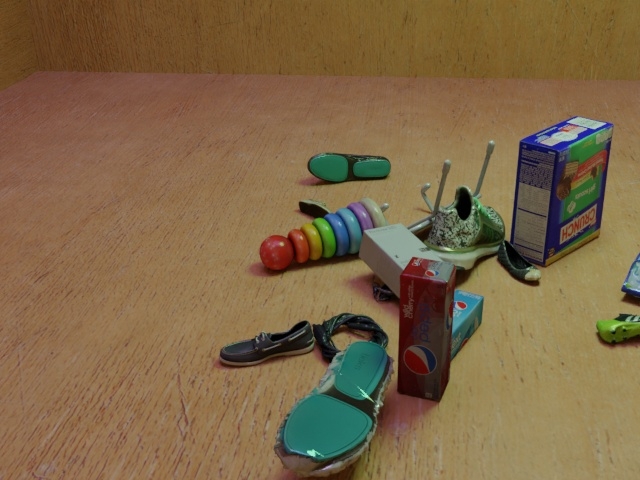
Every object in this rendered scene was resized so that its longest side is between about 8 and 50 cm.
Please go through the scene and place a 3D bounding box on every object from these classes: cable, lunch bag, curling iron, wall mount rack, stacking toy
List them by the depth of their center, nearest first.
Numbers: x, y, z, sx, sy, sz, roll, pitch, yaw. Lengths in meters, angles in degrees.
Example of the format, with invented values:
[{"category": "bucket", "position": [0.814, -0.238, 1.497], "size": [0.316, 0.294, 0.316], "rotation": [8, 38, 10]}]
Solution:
[{"category": "cable", "position": [0.070, 0.213, 1.729], "size": [0.150, 0.047, 0.184], "rotation": [-5, 23, -18]}, {"category": "lunch bag", "position": [0.786, 0.091, 1.887], "size": [0.128, 0.096, 0.151], "rotation": [20, 47, 33]}, {"category": "curling iron", "position": [0.216, 0.080, 1.996], "size": [0.068, 0.035, 0.274], "rotation": [18, 32, 35]}, {"category": "stacking toy", "position": [0.000, 0.000, 2.095], "size": [0.330, 0.141, 0.141], "rotation": [-19, 30, -17]}, {"category": "wall mount rack", "position": [0.327, -0.127, 2.184], "size": [0.350, 0.130, 0.304], "rotation": [-26, -3, -41]}]

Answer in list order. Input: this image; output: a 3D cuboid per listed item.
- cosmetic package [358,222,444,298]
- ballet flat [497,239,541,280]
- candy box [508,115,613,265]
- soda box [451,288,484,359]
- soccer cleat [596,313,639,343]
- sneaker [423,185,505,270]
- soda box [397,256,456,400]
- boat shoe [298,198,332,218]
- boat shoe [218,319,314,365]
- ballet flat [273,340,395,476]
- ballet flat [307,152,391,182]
[{"category": "cosmetic package", "position": [0.200, 0.056, 1.917], "size": [0.117, 0.086, 0.231], "rotation": [-12, 39, -29]}, {"category": "ballet flat", "position": [0.490, 0.053, 2.020], "size": [0.057, 0.049, 0.173], "rotation": [-11, 27, -17]}, {"category": "candy box", "position": [0.616, -0.128, 2.083], "size": [0.268, 0.317, 0.122], "rotation": [-25, 36, -37]}, {"category": "soda box", "position": [0.279, 0.185, 1.733], "size": [0.067, 0.071, 0.210], "rotation": [15, 30, 29]}, {"category": "soccer cleat", "position": [0.681, 0.179, 1.741], "size": [0.178, 0.060, 0.072], "rotation": [-6, 25, -3]}, {"category": "sneaker", "position": [0.384, -0.054, 2.078], "size": [0.158, 0.182, 0.410], "rotation": [14, 22, 24]}, {"category": "soda box", "position": [0.201, 0.168, 1.550], "size": [0.092, 0.263, 0.083], "rotation": [9, 27, 20]}, {"category": "boat shoe", "position": [-0.006, -0.095, 2.355], "size": [0.045, 0.050, 0.135], "rotation": [-27, 35, -33]}, {"category": "boat shoe", "position": [-0.114, 0.210, 1.710], "size": [0.206, 0.065, 0.075], "rotation": [-8, 27, -14]}, {"category": "ballet flat", "position": [0.034, 0.314, 1.404], "size": [0.147, 0.147, 0.409], "rotation": [9, 21, 20]}, {"category": "ballet flat", "position": [0.086, -0.235, 2.610], "size": [0.280, 0.095, 0.096], "rotation": [3, 14, -15]}]
